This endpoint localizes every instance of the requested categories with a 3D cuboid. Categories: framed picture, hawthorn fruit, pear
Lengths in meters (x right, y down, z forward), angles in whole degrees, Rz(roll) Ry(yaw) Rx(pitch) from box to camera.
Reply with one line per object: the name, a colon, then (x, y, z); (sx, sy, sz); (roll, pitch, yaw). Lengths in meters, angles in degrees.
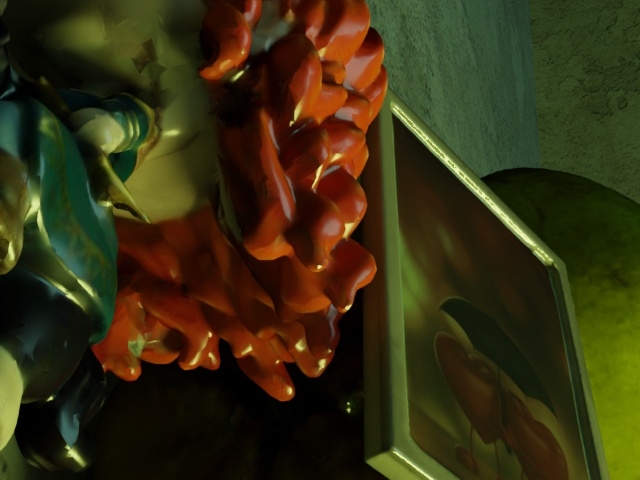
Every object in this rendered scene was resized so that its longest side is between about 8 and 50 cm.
framed picture: (0.095, 0.057, 0.682); (0.211, 0.020, 0.289); (41, 30, -30)
hawthorn fruit: (0.001, 0.174, 0.763); (0.300, 0.268, 0.267); (86, 8, -53)
pear: (0.180, 0.133, 0.988); (0.352, 0.352, 0.413); (59, 8, -52)

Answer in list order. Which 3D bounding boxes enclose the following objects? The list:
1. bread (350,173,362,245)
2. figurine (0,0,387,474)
bread: (0.000, 0.000, 1.059); (0.161, 0.088, 0.233); (-42, 141, -36)
figurine: (-0.125, -0.053, 0.569); (0.412, 0.241, 0.306); (-10, 64, -56)
